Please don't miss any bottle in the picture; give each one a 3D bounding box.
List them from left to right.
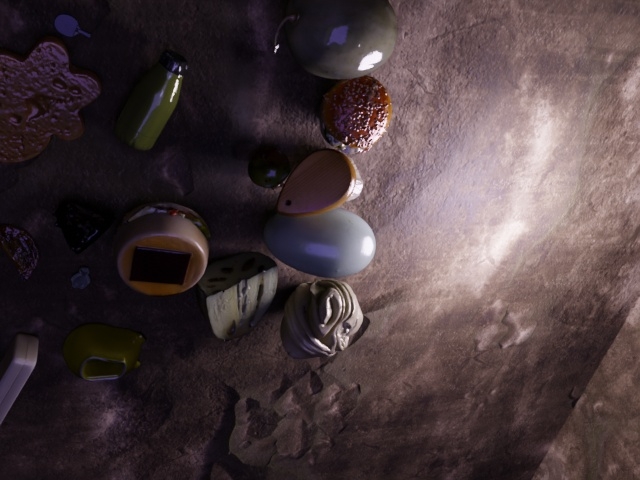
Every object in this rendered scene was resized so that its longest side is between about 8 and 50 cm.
[{"bbox_3d":[-0.428,-0.361,1.519,0.112,0.112,0.260,23,114,-33],"label":"bottle"}]

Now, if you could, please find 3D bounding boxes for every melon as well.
[{"bbox_3d":[0.047,-0.533,1.487,0.272,0.272,0.308,-48,144,17],"label":"melon"}]

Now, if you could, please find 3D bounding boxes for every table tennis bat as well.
[{"bbox_3d":[-0.591,-0.508,1.415,0.083,0.007,0.050,18,116,-29],"label":"table tennis bat"}]

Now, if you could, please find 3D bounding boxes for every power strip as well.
[{"bbox_3d":[-0.731,0.119,1.811,0.055,0.035,0.083,15,120,-30],"label":"power strip"}]

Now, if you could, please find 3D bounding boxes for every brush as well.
[{"bbox_3d":[-0.011,-0.157,1.772,0.266,0.166,0.174,-32,85,8],"label":"brush"}]

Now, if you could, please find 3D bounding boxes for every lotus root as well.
[{"bbox_3d":[-0.282,0.189,1.970,0.266,0.149,0.260,-24,138,-28],"label":"lotus root"}]

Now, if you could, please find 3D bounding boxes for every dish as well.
[{"bbox_3d":[-0.719,0.396,1.974,0.262,0.108,0.221,10,122,-27],"label":"dish"}]

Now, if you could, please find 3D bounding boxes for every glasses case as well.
[{"bbox_3d":[-0.996,0.446,1.889,0.070,0.131,0.313,24,113,-33],"label":"glasses case"}]

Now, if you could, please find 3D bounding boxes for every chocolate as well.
[{"bbox_3d":[-0.675,-0.057,1.662,0.156,0.156,0.133,-41,101,11],"label":"chocolate"}]

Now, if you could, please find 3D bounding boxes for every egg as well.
[{"bbox_3d":[0.000,0.000,1.876,0.370,0.230,0.230,10,121,-21],"label":"egg"}]

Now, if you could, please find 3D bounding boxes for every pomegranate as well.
[{"bbox_3d":[-0.150,-0.212,1.740,0.130,0.130,0.130,-10,128,-14],"label":"pomegranate"}]

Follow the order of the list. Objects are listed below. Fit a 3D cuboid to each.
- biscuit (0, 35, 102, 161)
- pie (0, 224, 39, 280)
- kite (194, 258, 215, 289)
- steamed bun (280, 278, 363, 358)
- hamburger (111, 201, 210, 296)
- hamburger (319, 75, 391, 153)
[{"bbox_3d":[-0.722,-0.337,1.464,0.355,0.052,0.275,-38,129,10],"label":"biscuit"},{"bbox_3d":[-0.858,0.024,1.694,0.088,0.033,0.191,-31,130,-18],"label":"pie"},{"bbox_3d":[-0.415,0.097,1.931,0.232,0.009,0.189,-16,129,-10],"label":"kite"},{"bbox_3d":[-0.011,0.249,2.028,0.288,0.276,0.203,-20,134,2],"label":"steamed bun"},{"bbox_3d":[-0.467,0.026,1.757,0.301,0.170,0.302,-8,130,-10],"label":"hamburger"},{"bbox_3d":[0.100,-0.363,1.699,0.236,0.147,0.237,-12,127,-16],"label":"hamburger"}]
